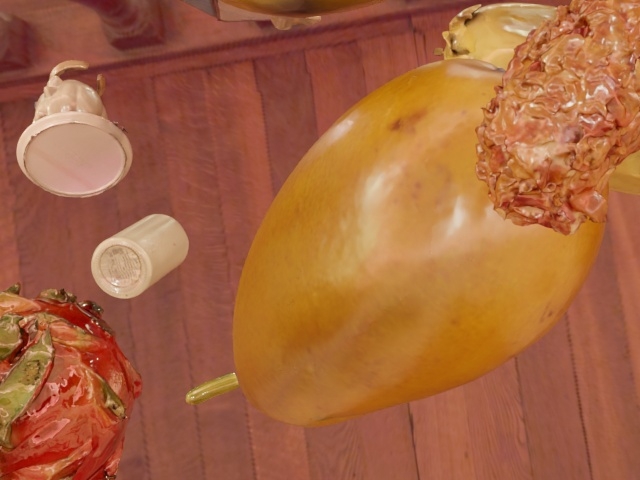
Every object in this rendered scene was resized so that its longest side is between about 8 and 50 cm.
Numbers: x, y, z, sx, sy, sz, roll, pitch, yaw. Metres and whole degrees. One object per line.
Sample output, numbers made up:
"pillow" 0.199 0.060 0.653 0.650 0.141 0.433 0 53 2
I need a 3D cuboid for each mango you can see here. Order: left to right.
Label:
"mango" 0.071 0.017 0.903 0.446 0.232 0.300 -45 45 33

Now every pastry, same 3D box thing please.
"pastry" 0.139 -0.083 0.478 0.087 0.063 0.169 36 93 24

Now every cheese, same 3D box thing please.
"cheese" 0.271 -0.164 1.028 0.316 0.259 0.128 13 125 -22

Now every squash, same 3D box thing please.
"squash" -0.167 0.228 1.439 0.083 0.027 0.027 -19 86 -12

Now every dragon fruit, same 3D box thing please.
"dragon fruit" -0.256 0.126 0.807 0.198 0.269 0.200 -10 76 9

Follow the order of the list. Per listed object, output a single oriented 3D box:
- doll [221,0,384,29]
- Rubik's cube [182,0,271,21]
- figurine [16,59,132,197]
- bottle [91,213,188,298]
"doll" -0.098 -0.333 1.074 0.423 0.348 0.161 13 79 -23
"Rubik's cube" -0.182 -0.632 1.921 0.305 0.307 0.310 8 86 40
"figurine" -0.288 -0.145 1.112 0.132 0.132 0.153 -19 48 6
"bottle" -0.291 0.017 1.587 0.104 0.245 0.104 3 103 11
